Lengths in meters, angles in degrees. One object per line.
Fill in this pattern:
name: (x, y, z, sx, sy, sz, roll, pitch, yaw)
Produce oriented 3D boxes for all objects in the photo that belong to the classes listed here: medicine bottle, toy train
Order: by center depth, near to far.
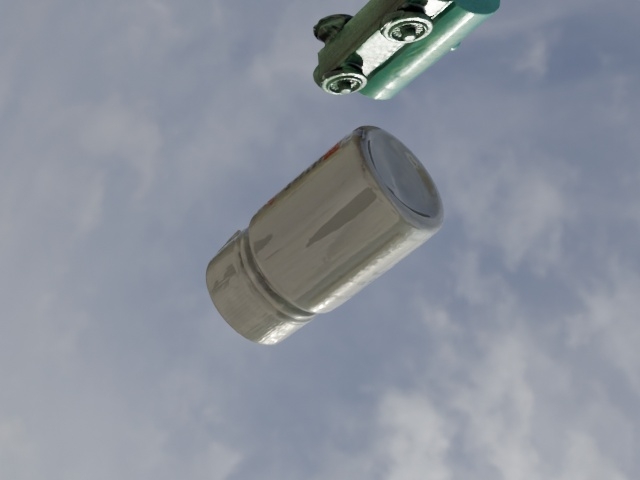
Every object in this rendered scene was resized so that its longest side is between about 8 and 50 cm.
medicine bottle: (0.000, 0.000, 1.173, 0.252, 0.144, 0.144, -39, -118, 26)
toy train: (0.096, -0.240, 1.257, 0.248, 0.159, 0.101, -36, -122, 53)
